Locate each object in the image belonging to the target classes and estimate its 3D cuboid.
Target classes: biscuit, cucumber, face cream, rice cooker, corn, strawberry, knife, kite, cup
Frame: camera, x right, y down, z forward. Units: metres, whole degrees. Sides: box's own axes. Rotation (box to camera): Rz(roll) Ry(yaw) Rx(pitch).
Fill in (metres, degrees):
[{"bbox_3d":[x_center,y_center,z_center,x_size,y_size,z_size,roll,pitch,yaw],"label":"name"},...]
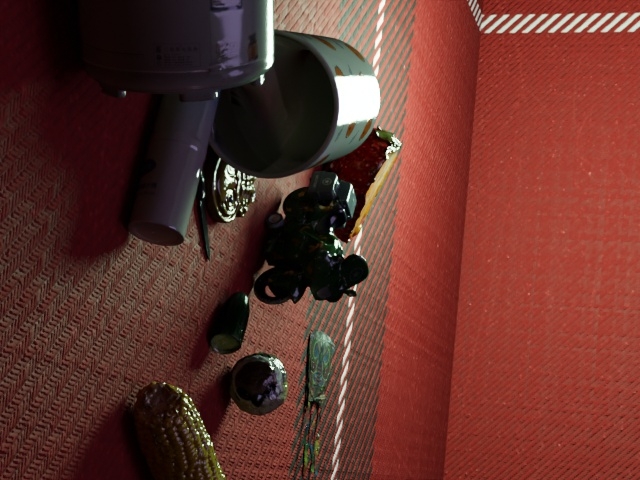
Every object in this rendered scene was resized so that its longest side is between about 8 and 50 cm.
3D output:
[{"bbox_3d":[-0.134,-0.089,1.785,0.175,0.026,0.124,-11,104,-72],"label":"biscuit"},{"bbox_3d":[-0.135,0.120,1.781,0.048,0.048,0.105,73,23,-47],"label":"cucumber"},{"bbox_3d":[-0.188,-0.120,1.525,0.077,0.077,0.250,60,37,-60],"label":"face cream"},{"bbox_3d":[-0.165,-0.290,1.318,0.241,0.281,0.227,-139,-136,-59],"label":"rice cooker"},{"bbox_3d":[-0.181,0.310,1.576,0.106,0.106,0.293,-67,153,-48],"label":"corn"},{"bbox_3d":[0.063,-0.120,2.306,0.236,0.111,0.190,-64,173,3],"label":"strawberry"},{"bbox_3d":[-0.171,-0.045,1.701,0.023,0.010,0.170,-57,147,-59],"label":"knife"},{"bbox_3d":[-0.011,0.318,2.259,0.152,0.015,0.285,41,51,-65],"label":"kite"},{"bbox_3d":[-0.030,-0.215,1.789,0.317,0.212,0.212,-26,118,-71],"label":"cup"}]

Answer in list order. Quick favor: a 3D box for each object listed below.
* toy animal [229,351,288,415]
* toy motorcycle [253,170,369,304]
[{"bbox_3d":[-0.099,0.209,1.843,0.098,0.098,0.137,74,9,-45],"label":"toy animal"},{"bbox_3d":[0.000,0.000,1.959,0.124,0.187,0.274,72,26,-47],"label":"toy motorcycle"}]
